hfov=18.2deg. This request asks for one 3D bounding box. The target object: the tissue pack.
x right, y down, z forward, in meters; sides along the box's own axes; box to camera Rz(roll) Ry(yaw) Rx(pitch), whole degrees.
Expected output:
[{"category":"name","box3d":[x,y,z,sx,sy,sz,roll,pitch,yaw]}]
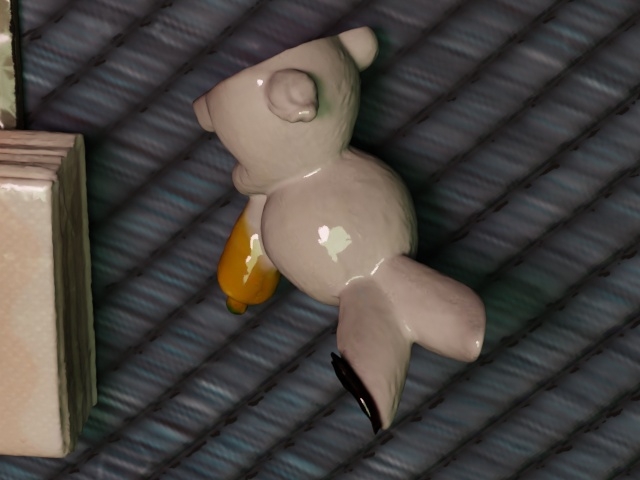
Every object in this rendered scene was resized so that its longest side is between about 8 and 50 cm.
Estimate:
[{"category":"tissue pack","box3d":[-0.284,0.021,1.034,0.325,0.071,0.170,3,118,6]}]

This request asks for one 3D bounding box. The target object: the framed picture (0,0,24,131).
[{"category":"framed picture","box3d":[-0.254,-0.179,0.995,0.209,0.019,0.281,3,109,5]}]

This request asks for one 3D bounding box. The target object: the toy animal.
[{"category":"toy animal","box3d":[0.000,0.000,0.977,0.131,0.127,0.181,-24,93,7]}]
